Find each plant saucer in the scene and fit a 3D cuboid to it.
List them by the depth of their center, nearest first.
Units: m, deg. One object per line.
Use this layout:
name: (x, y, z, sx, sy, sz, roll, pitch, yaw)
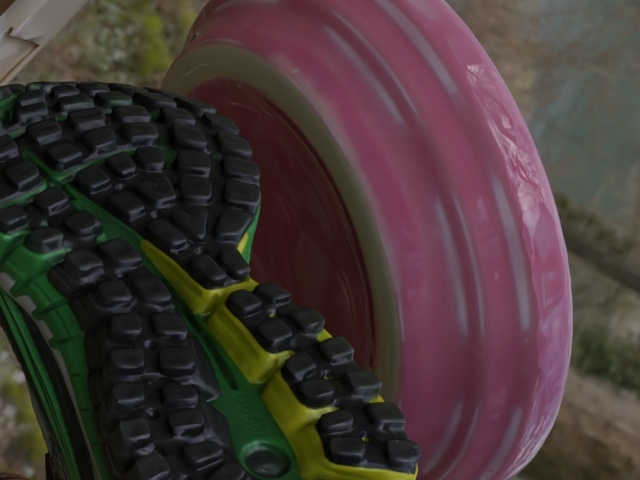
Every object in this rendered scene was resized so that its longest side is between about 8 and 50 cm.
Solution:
plant saucer: (0.000, 0.000, 0.919, 0.084, 0.332, 0.332, -19, 143, -31)

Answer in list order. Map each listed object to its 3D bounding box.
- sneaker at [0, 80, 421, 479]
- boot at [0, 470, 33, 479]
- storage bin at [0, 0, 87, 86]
sneaker: (-0.083, 0.051, 0.682, 0.134, 0.343, 0.146, -5, 132, -24)
boot: (-0.034, 0.186, 0.823, 0.236, 0.270, 0.089, 45, 52, -52)
storage bin: (-0.277, -0.166, 0.849, 0.262, 0.260, 0.123, -44, 172, 8)
